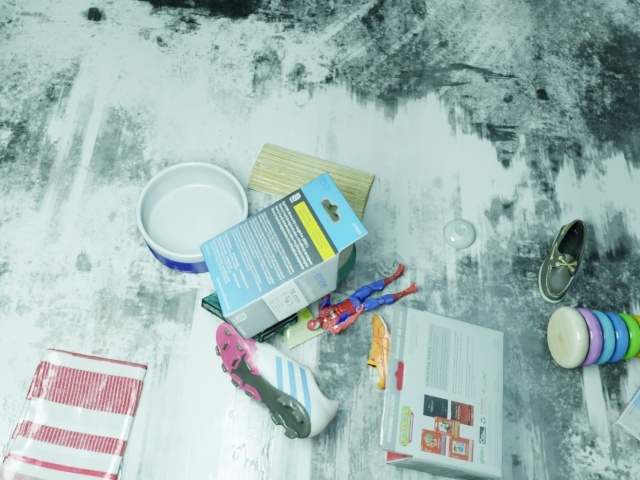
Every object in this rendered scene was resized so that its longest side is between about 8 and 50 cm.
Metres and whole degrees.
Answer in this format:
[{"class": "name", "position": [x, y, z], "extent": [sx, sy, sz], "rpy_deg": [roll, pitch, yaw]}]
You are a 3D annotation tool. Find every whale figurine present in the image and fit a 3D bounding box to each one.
[{"class": "whale figurine", "position": [0.000, 0.000, 1.533], "extent": [0.216, 0.141, 0.272], "rpy_deg": [-19, 44, 14]}]

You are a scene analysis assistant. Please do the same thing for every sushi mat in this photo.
[{"class": "sushi mat", "position": [-0.024, -0.155, 1.663], "extent": [0.316, 0.019, 0.152], "rpy_deg": [17, 64, 6]}]

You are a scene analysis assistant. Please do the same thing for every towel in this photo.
[{"class": "towel", "position": [-0.525, 0.401, 1.340], "extent": [0.236, 0.037, 0.329], "rpy_deg": [10, 63, 1]}]

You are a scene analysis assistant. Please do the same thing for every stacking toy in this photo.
[{"class": "stacking toy", "position": [0.706, 0.226, 1.462], "extent": [0.330, 0.141, 0.141], "rpy_deg": [2, 63, -8]}]

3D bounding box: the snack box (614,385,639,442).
[{"class": "snack box", "position": [0.745, 0.372, 1.442], "extent": [0.064, 0.022, 0.178], "rpy_deg": [41, 68, 17]}]

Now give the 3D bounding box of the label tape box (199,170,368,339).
[{"class": "label tape box", "position": [-0.072, 0.029, 1.369], "extent": [0.333, 0.106, 0.241], "rpy_deg": [-29, 45, 0]}]

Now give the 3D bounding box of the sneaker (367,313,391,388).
[{"class": "sneaker", "position": [0.135, 0.250, 1.445], "extent": [0.067, 0.064, 0.175], "rpy_deg": [-10, 61, 2]}]

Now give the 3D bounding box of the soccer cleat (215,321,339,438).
[{"class": "soccer cleat", "position": [-0.098, 0.296, 1.394], "extent": [0.143, 0.116, 0.331], "rpy_deg": [-14, 48, -47]}]

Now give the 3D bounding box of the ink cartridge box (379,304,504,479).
[{"class": "ink cartridge box", "position": [0.237, 0.321, 1.340], "extent": [0.271, 0.130, 0.310], "rpy_deg": [17, 62, -14]}]

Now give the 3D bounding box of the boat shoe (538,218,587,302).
[{"class": "boat shoe", "position": [0.603, 0.047, 1.572], "extent": [0.081, 0.069, 0.228], "rpy_deg": [22, 64, 8]}]

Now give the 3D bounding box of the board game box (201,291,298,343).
[{"class": "board game box", "position": [-0.160, 0.158, 1.429], "extent": [0.186, 0.026, 0.126], "rpy_deg": [26, 31, 30]}]

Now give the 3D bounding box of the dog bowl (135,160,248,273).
[{"class": "dog bowl", "position": [-0.307, -0.056, 1.548], "extent": [0.264, 0.104, 0.265], "rpy_deg": [1, 64, -3]}]

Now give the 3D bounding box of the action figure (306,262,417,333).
[{"class": "action figure", "position": [0.093, 0.127, 1.459], "extent": [0.280, 0.139, 0.092], "rpy_deg": [-26, 65, -16]}]

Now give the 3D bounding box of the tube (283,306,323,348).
[{"class": "tube", "position": [-0.085, 0.129, 1.496], "extent": [0.070, 0.062, 0.240], "rpy_deg": [-34, 74, 22]}]

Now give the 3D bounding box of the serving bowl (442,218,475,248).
[{"class": "serving bowl", "position": [0.356, -0.021, 1.614], "extent": [0.083, 0.027, 0.083], "rpy_deg": [2, 63, -4]}]
